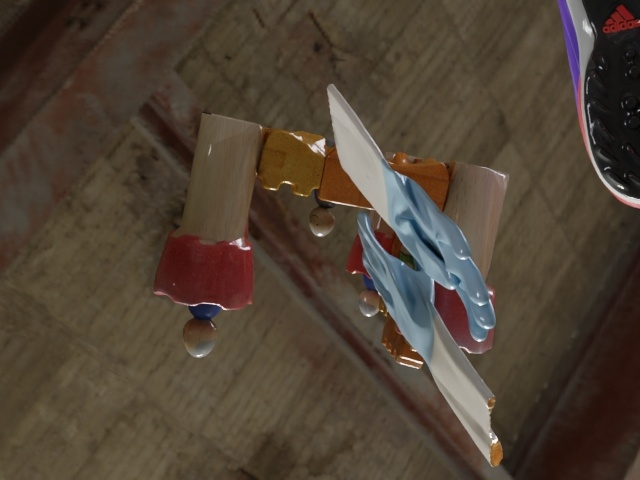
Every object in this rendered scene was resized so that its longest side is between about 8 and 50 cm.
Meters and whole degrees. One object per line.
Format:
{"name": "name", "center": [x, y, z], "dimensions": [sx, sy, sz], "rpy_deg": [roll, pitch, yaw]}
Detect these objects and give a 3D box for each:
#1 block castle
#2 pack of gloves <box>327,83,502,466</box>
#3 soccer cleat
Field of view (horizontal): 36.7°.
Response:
{"name": "block castle", "center": [0.000, 0.000, 0.998], "dimensions": [0.302, 0.453, 0.213], "rpy_deg": [10, -85, -6]}
{"name": "pack of gloves", "center": [0.081, 0.016, 0.700], "dimensions": [0.046, 0.232, 0.195], "rpy_deg": [-21, -46, -12]}
{"name": "soccer cleat", "center": [0.233, -0.181, 0.751], "dimensions": [0.116, 0.108, 0.318], "rpy_deg": [16, -114, -77]}
